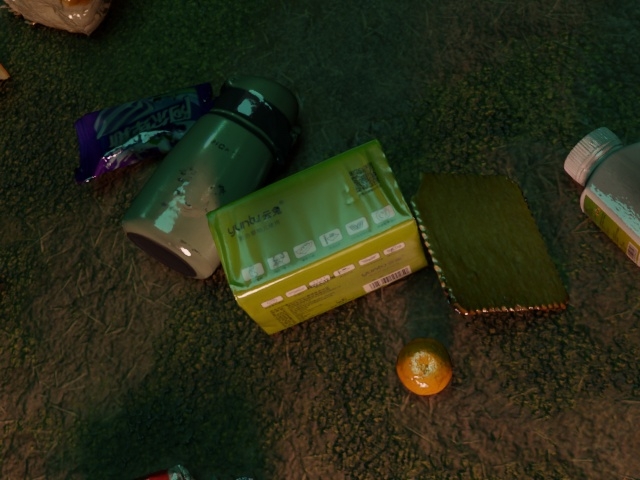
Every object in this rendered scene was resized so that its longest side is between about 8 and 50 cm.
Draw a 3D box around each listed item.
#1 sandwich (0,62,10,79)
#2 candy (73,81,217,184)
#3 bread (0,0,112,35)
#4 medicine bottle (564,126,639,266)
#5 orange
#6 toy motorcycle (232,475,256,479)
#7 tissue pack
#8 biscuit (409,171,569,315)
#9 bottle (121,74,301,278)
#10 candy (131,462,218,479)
[{"bbox_3d":[-0.709,-0.355,1.732,0.220,0.186,0.108,34,78,7],"label":"sandwich"},{"bbox_3d":[-0.301,-0.190,1.618,0.275,0.070,0.145,-17,61,-2],"label":"candy"},{"bbox_3d":[-0.483,-0.536,1.731,0.279,0.225,0.250,21,75,17],"label":"bread"},{"bbox_3d":[0.453,-0.074,1.362,0.132,0.088,0.188,-37,63,-3],"label":"medicine bottle"},{"bbox_3d":[0.149,0.181,1.341,0.083,0.070,0.083,-1,76,5],"label":"orange"},{"bbox_3d":[-0.128,0.435,1.294,0.114,0.076,0.205,35,75,0],"label":"toy motorcycle"},{"bbox_3d":[0.000,0.000,1.386,0.274,0.200,0.167,-23,65,4],"label":"tissue pack"},{"bbox_3d":[0.240,-0.001,1.348,0.232,0.013,0.237,-1,59,-32],"label":"biscuit"},{"bbox_3d":[-0.161,-0.116,1.502,0.168,0.168,0.347,25,72,23],"label":"bottle"},{"bbox_3d":[-0.267,0.389,1.365,0.292,0.059,0.086,-16,65,8],"label":"candy"}]
